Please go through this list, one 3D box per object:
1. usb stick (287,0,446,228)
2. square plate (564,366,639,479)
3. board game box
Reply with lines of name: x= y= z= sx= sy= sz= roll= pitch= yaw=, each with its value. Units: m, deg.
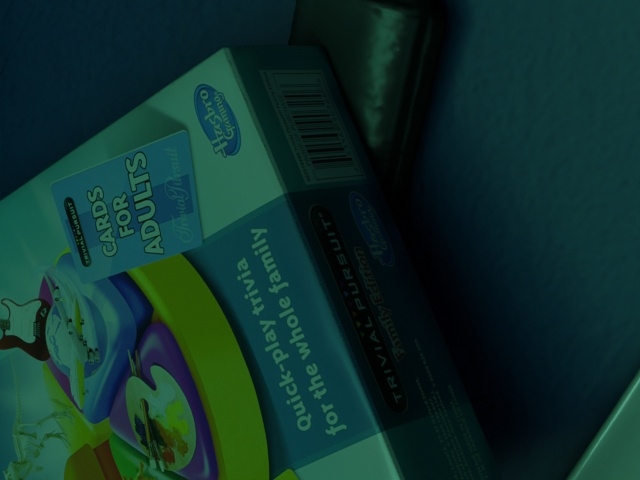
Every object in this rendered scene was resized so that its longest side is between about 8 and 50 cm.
usb stick: x=0.000 y=0.000 z=0.793 sx=0.077 sy=0.045 sz=0.278 roll=20 pitch=112 yaw=19
square plate: x=0.252 y=0.213 z=0.742 sx=0.344 sy=0.049 sz=0.347 roll=35 pitch=115 yaw=10
board game box: x=-0.094 y=0.094 z=0.785 sx=0.336 sy=0.079 sz=0.253 roll=-29 pitch=78 yaw=34
